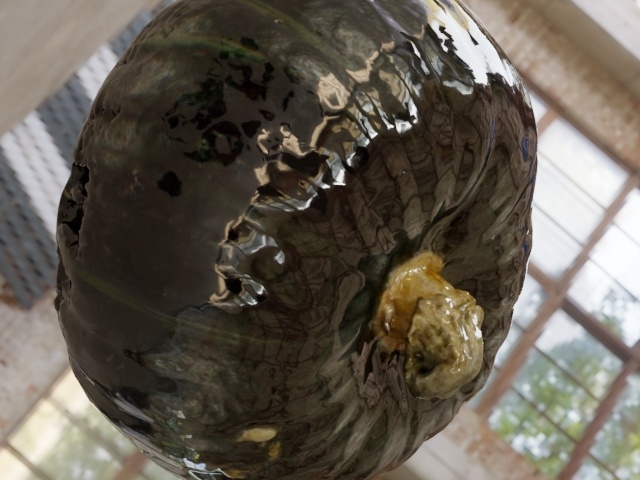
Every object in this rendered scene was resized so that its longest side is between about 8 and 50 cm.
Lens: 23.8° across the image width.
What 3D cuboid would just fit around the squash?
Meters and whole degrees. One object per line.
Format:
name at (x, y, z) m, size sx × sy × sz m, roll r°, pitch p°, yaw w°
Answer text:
squash at (-0.004, -0.003, 0.528) m, size 0.156 × 0.193 × 0.193 m, roll 3°, pitch -141°, yaw 35°
